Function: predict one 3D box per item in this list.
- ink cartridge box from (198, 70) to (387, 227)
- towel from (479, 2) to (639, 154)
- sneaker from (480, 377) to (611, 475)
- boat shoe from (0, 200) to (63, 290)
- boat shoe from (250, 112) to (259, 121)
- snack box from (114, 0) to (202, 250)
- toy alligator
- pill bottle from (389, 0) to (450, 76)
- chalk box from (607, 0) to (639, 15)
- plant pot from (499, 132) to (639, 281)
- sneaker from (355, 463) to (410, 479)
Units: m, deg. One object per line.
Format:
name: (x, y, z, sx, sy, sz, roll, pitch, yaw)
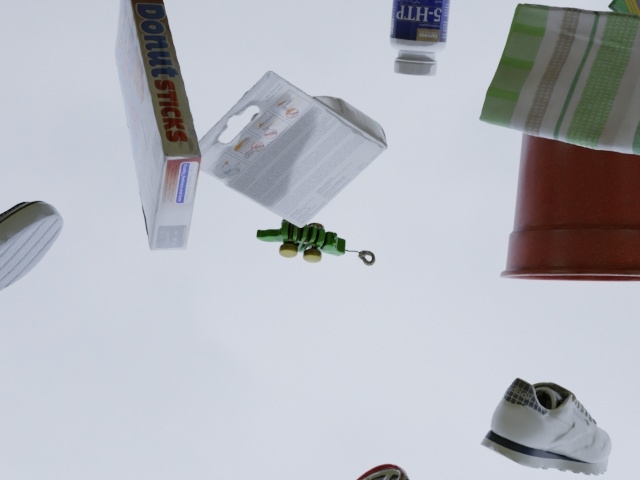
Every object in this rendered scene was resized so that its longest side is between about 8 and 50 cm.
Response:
ink cartridge box: (-0.048, -0.129, 1.504, 0.181, 0.225, 0.056, -42, -141, 24)
towel: (0.208, -0.132, 0.897, 0.152, 0.023, 0.113, 16, -98, 34)
sneaker: (0.287, 0.221, 1.348, 0.090, 0.235, 0.095, 16, -89, 41)
boat shoe: (-0.534, 0.032, 1.664, 0.335, 0.121, 0.119, -37, -111, 7)
boat shoe: (-0.015, -0.168, 1.937, 0.226, 0.083, 0.075, 6, -101, 19)
snack box: (-0.091, -0.078, 0.612, 0.022, 0.064, 0.178, -1, -136, -17)
toy alligator: (0.000, 0.000, 1.688, 0.190, 0.051, 0.056, 12, -118, -12)
pill bottle: (0.190, -0.413, 2.175, 0.112, 0.186, 0.112, 4, -168, -1)
chalk box: (0.536, -0.322, 1.577, 0.213, 0.132, 0.132, 40, -147, 5)
plant pot: (0.403, -0.075, 1.669, 0.272, 0.272, 0.265, 0, -93, 9)
sneaker: (0.042, 0.381, 1.472, 0.107, 0.279, 0.118, 15, -148, -10)
